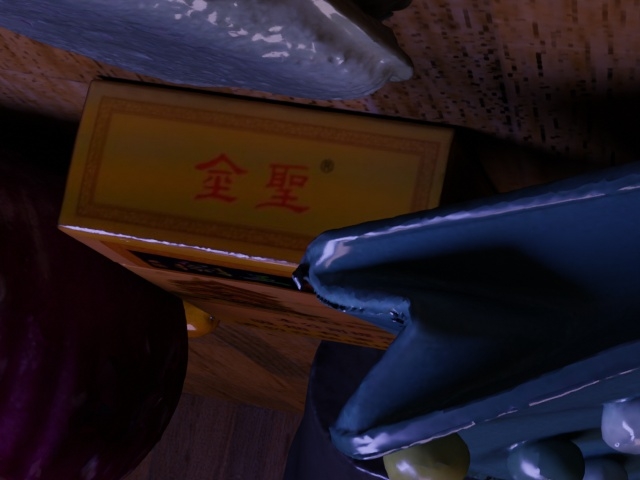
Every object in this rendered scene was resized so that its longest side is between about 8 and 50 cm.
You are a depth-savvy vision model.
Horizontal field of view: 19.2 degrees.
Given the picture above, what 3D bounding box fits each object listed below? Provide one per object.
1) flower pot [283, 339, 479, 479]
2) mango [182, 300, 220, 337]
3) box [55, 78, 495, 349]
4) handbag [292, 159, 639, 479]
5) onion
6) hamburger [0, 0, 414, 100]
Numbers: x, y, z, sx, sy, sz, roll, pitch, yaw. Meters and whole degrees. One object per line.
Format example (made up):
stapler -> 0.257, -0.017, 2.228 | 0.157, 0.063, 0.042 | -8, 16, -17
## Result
flower pot -> 0.085, 0.124, 1.221 | 0.269, 0.269, 0.166 | 8, 150, 23
mango -> -0.113, 0.053, 1.549 | 0.060, 0.046, 0.089 | 18, -178, -28
box -> 0.000, 0.000, 0.945 | 0.174, 0.076, 0.274 | 8, 171, 15
handbag -> 0.156, 0.047, 0.734 | 0.274, 0.100, 0.268 | -12, 161, 25
onion -> -0.186, 0.058, 1.025 | 0.230, 0.272, 0.256 | 15, -152, 33
hamburger -> -0.039, -0.080, 0.524 | 0.140, 0.062, 0.133 | 14, 175, -32
